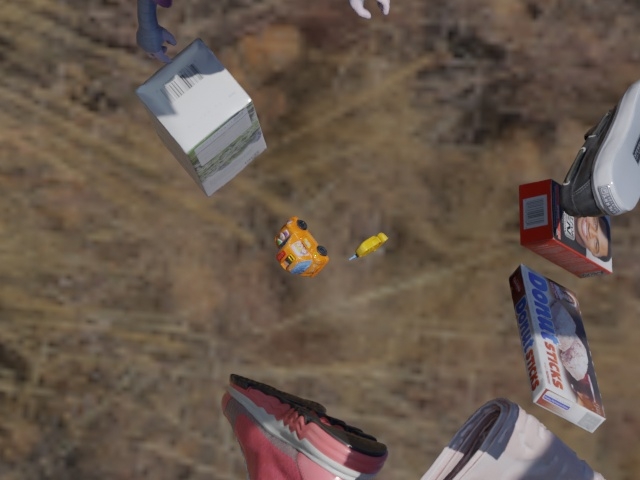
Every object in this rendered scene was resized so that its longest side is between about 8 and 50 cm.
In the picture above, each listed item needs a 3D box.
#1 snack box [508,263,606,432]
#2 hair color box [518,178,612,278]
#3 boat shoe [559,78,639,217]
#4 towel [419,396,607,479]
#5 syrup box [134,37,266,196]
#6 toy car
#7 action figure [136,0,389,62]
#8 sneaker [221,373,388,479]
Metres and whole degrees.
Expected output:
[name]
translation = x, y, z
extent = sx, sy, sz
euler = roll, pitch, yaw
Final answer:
[snack box]
translation = 0.201, 0.090, 1.652
extent = 0.022, 0.064, 0.178
euler = -53, -159, 27
[hair color box]
translation = 0.267, -0.012, 2.096
extent = 0.141, 0.043, 0.072
euler = 25, 60, -52
[boat shoe]
translation = 0.295, -0.090, 1.931
extent = 0.080, 0.076, 0.228
euler = 59, 36, -23
[towel]
translation = 0.159, 0.336, 1.858
extent = 0.317, 0.053, 0.332
euler = -48, 133, 3
[syrup box]
translation = -0.130, -0.133, 2.147
extent = 0.093, 0.096, 0.237
euler = -40, 171, -4
[toy car]
translation = 0.000, 0.000, 1.778
extent = 0.040, 0.122, 0.060
euler = -27, 93, -44
[action figure]
translation = -0.090, -0.333, 1.912
extent = 0.370, 0.248, 0.275
euler = -143, -141, -61
[sneaker]
translation = -0.046, 0.235, 2.058
extent = 0.116, 0.314, 0.136
euler = 22, 90, -24
